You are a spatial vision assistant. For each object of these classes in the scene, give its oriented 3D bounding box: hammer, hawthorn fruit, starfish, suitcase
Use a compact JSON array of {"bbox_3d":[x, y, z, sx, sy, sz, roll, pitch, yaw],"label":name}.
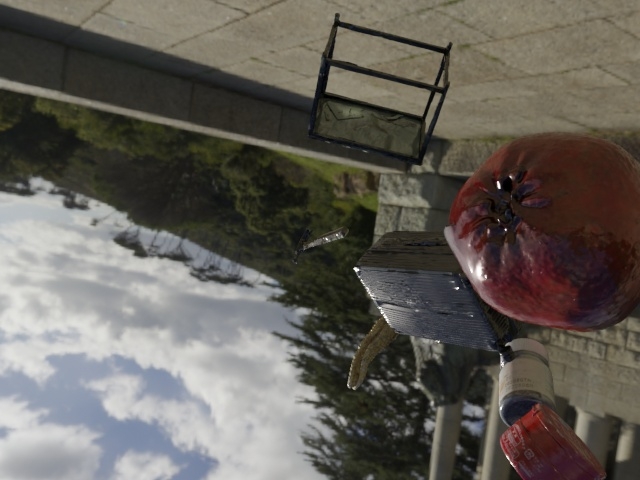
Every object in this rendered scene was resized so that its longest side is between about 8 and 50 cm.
[{"bbox_3d":[0.001,0.001,1.929,0.027,0.125,0.297,27,158,-23],"label":"hammer"},{"bbox_3d":[0.338,0.000,0.818,0.307,0.265,0.265,28,171,-31],"label":"hawthorn fruit"},{"bbox_3d":[0.250,0.204,1.612,0.323,0.432,0.082,-16,125,46],"label":"starfish"},{"bbox_3d":[0.254,0.102,1.269,0.335,0.230,0.152,1,-141,52],"label":"suitcase"}]

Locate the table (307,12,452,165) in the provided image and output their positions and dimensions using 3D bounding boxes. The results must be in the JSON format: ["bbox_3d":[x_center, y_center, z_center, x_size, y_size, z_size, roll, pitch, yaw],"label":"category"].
[{"bbox_3d":[0.162,-0.413,1.657,0.334,0.222,0.272,14,138,0],"label":"table"}]

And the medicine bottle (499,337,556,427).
[{"bbox_3d":[0.640,0.447,1.875,0.165,0.165,0.273,8,-149,11],"label":"medicine bottle"}]

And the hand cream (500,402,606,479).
[{"bbox_3d":[0.565,0.529,1.476,0.230,0.149,0.230,45,-169,-11],"label":"hand cream"}]
